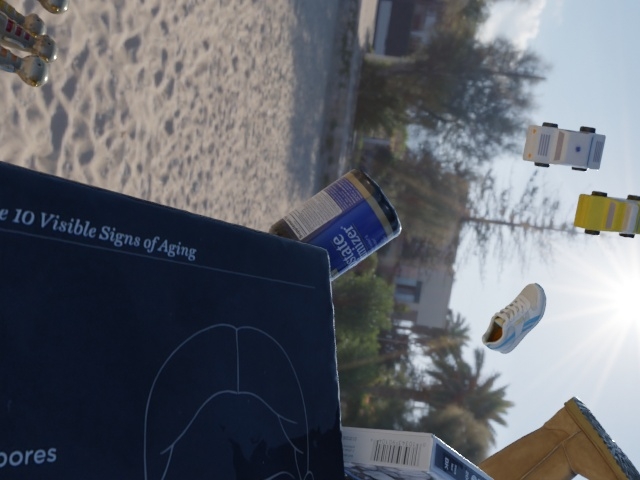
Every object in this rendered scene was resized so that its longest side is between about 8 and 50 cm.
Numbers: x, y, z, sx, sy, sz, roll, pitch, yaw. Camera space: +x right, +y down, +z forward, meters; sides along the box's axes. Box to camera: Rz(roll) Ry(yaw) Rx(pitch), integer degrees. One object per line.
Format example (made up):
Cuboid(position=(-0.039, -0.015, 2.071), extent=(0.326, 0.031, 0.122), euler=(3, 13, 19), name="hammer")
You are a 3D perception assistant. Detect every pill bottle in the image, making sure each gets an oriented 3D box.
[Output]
Cuboid(position=(0.000, 0.000, 0.898), extent=(0.123, 0.219, 0.123), euler=(54, -4, 6), name="pill bottle")

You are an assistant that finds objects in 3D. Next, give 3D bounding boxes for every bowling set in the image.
Cuboid(position=(-0.411, -0.349, 0.835), extent=(0.200, 0.154, 0.287), euler=(-51, -134, 18), name="bowling set")

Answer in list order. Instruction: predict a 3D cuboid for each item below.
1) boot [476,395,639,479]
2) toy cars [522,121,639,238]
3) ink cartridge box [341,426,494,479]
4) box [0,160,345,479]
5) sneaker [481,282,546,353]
Cuboid(position=(0.435, 0.456, 1.109), extent=(0.269, 0.089, 0.236), euler=(-48, -146, 19), name="boot")
Cuboid(position=(0.620, -0.130, 1.348), extent=(0.176, 0.394, 0.087), euler=(-43, -165, 1), name="toy cars")
Cuboid(position=(0.094, 0.281, 0.724), extent=(0.208, 0.206, 0.045), euler=(41, 52, -37), name="ink cartridge box")
Cuboid(position=(-0.228, 0.218, 0.520), extent=(0.480, 0.297, 0.472), euler=(16, 66, -48), name="box")
Cuboid(position=(0.540, 0.216, 1.670), extent=(0.229, 0.092, 0.087), euler=(-61, -145, 14), name="sneaker")
